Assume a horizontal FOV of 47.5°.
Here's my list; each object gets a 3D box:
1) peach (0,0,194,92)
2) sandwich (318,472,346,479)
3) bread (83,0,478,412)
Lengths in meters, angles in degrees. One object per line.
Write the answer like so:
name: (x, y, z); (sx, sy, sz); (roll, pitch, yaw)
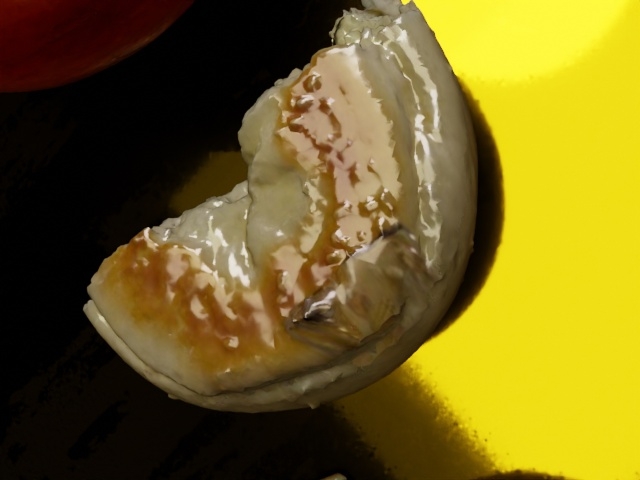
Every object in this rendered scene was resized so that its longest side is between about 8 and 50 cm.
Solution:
peach: (-0.205, -0.300, 0.483); (0.388, 0.388, 0.388); (0, 90, 19)
sandwich: (-0.031, 0.304, 0.564); (0.094, 0.096, 0.258); (30, 97, 22)
bread: (0.005, 0.000, 0.507); (0.192, 0.171, 0.314); (43, 104, 11)
